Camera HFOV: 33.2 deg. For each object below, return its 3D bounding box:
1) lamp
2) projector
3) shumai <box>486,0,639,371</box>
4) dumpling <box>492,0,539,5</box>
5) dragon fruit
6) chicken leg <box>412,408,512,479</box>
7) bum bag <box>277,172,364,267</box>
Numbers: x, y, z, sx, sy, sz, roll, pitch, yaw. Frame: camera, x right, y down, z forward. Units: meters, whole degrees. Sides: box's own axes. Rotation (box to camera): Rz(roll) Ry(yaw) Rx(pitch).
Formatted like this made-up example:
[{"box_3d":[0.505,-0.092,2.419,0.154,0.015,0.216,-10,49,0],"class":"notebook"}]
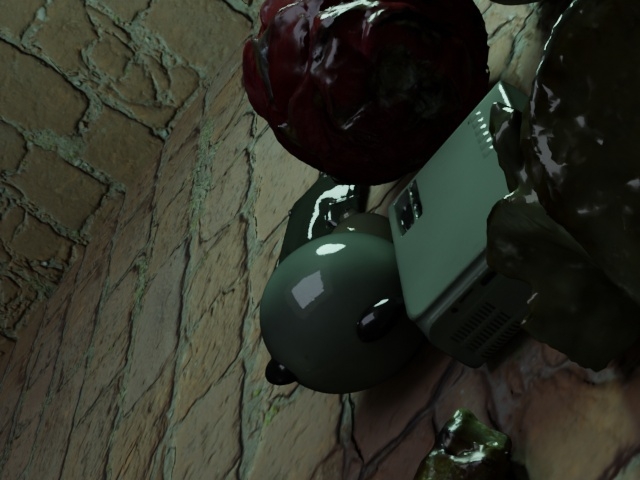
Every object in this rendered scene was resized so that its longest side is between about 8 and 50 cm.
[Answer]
[{"box_3d":[0.035,0.066,1.220,0.198,0.197,0.244,-45,7,33],"class":"lamp"},{"box_3d":[0.176,-0.019,1.097,0.198,0.108,0.250,-49,24,24],"class":"projector"},{"box_3d":[0.282,-0.054,0.823,0.330,0.292,0.288,-54,-19,-15],"class":"shumai"},{"box_3d":[0.285,-0.392,1.322,0.227,0.175,0.243,3,66,36],"class":"dumpling"},{"box_3d":[0.062,-0.223,1.369,0.329,0.329,0.329,-48,23,27],"class":"dragon fruit"},{"box_3d":[0.042,0.316,0.880,0.361,0.140,0.211,-60,12,7],"class":"chicken leg"},{"box_3d":[0.000,0.000,1.529,0.142,0.079,0.326,-35,27,33],"class":"bum bag"}]
